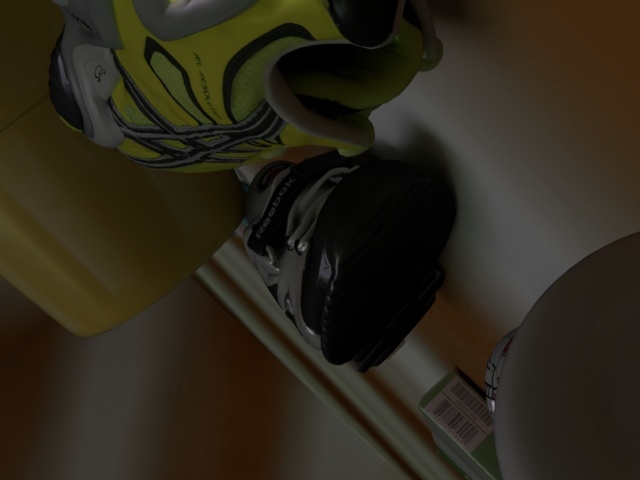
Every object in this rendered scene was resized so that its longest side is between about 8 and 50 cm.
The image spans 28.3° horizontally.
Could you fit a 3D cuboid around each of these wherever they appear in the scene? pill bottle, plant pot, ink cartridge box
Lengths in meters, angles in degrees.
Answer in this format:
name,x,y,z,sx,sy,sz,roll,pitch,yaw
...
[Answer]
name,x,y,z,sx,sy,sz,roll,pitch,yaw
pill bottle,0.164,0.114,0.512,0.146,0.146,0.264,40,169,34
plant pot,-0.184,-0.072,0.904,0.239,0.254,0.254,52,170,-15
ink cartridge box,0.182,0.229,1.263,0.171,0.056,0.235,43,174,21

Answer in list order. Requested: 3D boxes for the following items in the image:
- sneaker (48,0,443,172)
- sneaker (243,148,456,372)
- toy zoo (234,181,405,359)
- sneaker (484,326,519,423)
name,x,y,z,sx,sy,sz,roll,pitch,yaw
sneaker,-0.032,-0.083,0.566,0.147,0.145,0.384,37,176,6
sneaker,0.000,0.000,0.843,0.146,0.122,0.330,42,170,10
toy zoo,-0.036,0.014,1.386,0.192,0.030,0.293,50,171,-27
sneaker,0.199,0.152,0.723,0.270,0.090,0.145,50,172,-5
